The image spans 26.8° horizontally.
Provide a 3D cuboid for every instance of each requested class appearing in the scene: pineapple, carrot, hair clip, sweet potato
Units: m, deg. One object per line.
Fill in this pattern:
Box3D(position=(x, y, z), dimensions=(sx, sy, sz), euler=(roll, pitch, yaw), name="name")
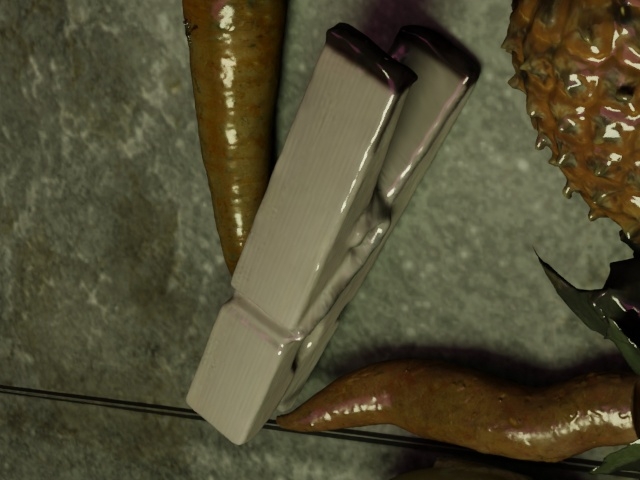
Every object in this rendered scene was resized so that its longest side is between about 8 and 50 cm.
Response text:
Box3D(position=(0.213, 0.015, 0.784), dimensions=(0.165, 0.165, 0.365), euler=(-6, 103, 37), name="pineapple")
Box3D(position=(-0.060, -0.071, 1.012), dimensions=(0.078, 0.078, 0.298), euler=(13, 117, 32), name="carrot")
Box3D(position=(-0.004, -0.002, 0.963), dimensions=(0.085, 0.101, 0.331), euler=(36, 121, 15), name="hair clip")
Box3D(position=(0.099, 0.119, 0.961), dimensions=(0.281, 0.059, 0.067), euler=(-1, 65, 36), name="sweet potato")

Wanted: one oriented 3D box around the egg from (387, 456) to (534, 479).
Box3D(position=(0.102, 0.240, 0.941), dimensions=(0.201, 0.164, 0.164), euler=(15, 114, 33), name="egg")
